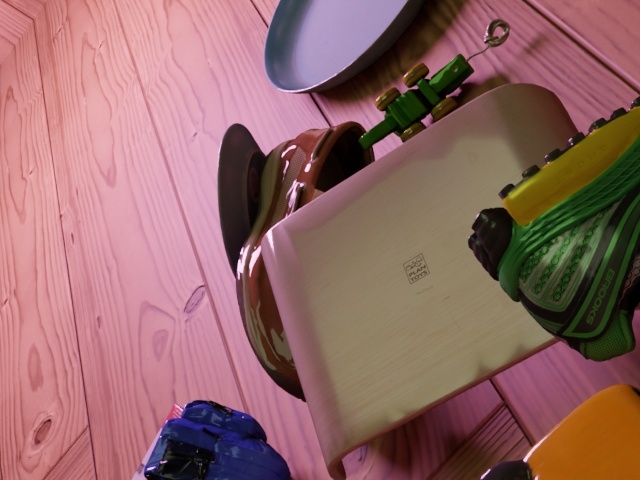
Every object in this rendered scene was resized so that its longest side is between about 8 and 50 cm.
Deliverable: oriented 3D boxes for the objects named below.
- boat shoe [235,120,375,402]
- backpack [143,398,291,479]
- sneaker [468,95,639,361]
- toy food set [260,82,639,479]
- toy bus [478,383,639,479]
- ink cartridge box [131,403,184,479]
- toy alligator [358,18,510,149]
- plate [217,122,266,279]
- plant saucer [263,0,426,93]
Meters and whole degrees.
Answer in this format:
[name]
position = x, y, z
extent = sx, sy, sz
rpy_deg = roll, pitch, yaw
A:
[boat shoe]
position = 0.000, 0.000, 1.087
extent = 0.120, 0.123, 0.324
rpy_deg = -32, 41, 32
[backpack]
position = -0.087, 0.209, 1.021
extent = 0.120, 0.098, 0.101
rpy_deg = 18, 74, 17
[sneaker]
position = 0.277, -0.048, 0.736
extent = 0.343, 0.134, 0.146
rpy_deg = -39, 71, 6
[toy food set]
position = 0.099, 0.035, 0.899
extent = 0.306, 0.092, 0.219
rpy_deg = -32, 56, 20
[toy bus]
position = 0.122, 0.247, 0.684
extent = 0.332, 0.130, 0.108
rpy_deg = -51, 33, 12
[ink cartridge box]
position = -0.145, 0.251, 1.131
extent = 0.135, 0.056, 0.099
rpy_deg = -60, 31, -4
[toy alligator]
position = 0.119, -0.155, 1.125
extent = 0.190, 0.056, 0.051
rpy_deg = -39, -6, 12
[plate]
position = -0.071, -0.034, 1.186
extent = 0.024, 0.188, 0.188
rpy_deg = -5, 53, 14
[plant saucer]
position = 0.048, -0.310, 1.364
extent = 0.318, 0.044, 0.317
rpy_deg = -36, 37, 33
